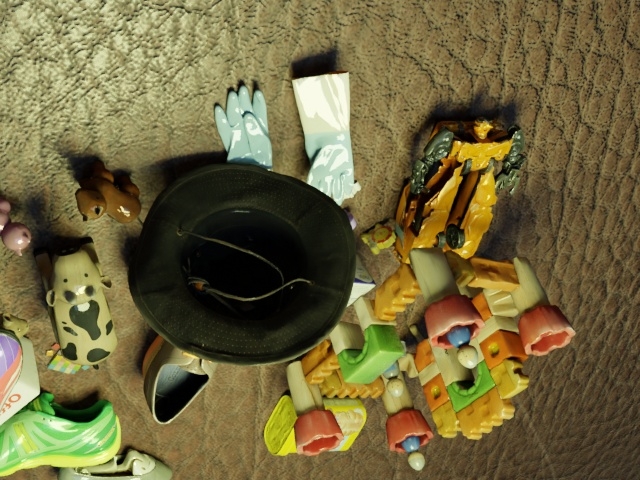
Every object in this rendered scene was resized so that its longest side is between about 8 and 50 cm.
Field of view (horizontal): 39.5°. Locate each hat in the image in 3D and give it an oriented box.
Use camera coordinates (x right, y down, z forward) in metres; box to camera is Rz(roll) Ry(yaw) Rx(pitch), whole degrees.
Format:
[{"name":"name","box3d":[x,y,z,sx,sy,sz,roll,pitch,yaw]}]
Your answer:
[{"name":"hat","box3d":[-0.106,0.054,1.248,0.332,0.331,0.134,-14,148,-18]}]

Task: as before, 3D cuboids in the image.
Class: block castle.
[{"name":"block castle","box3d":[0.175,0.220,1.501,0.303,0.212,0.453,9,139,-37]}]

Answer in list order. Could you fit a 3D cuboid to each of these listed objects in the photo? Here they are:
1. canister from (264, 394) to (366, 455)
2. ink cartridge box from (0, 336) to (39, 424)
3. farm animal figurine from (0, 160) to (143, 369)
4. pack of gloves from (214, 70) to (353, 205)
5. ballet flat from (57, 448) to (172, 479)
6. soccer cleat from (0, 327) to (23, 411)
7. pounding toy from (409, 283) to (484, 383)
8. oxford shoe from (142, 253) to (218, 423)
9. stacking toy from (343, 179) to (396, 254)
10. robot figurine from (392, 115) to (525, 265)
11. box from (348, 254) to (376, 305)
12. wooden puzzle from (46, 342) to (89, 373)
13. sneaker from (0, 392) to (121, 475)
[{"name":"canister","box3d":[-0.008,0.360,1.746,0.170,0.073,0.126,7,124,-34]},{"name":"ink cartridge box","box3d":[-0.571,0.183,1.257,0.201,0.117,0.278,-38,135,8]},{"name":"farm animal figurine","box3d":[-0.367,0.067,1.231,0.330,0.172,0.326,-27,135,-5]},{"name":"pack of gloves","box3d":[-0.052,-0.139,1.321,0.195,0.046,0.232,-8,125,-4]},{"name":"ballet flat","box3d":[-0.360,0.408,1.598,0.213,0.072,0.068,4,118,-31]},{"name":"soccer cleat","box3d":[-0.469,0.242,1.177,0.109,0.116,0.318,13,127,-33]},{"name":"pounding toy","box3d":[0.273,0.192,1.696,0.155,0.154,0.269,-6,129,-24]},{"name":"oxford shoe","box3d":[-0.174,0.140,1.407,0.130,0.132,0.363,20,117,-18]},{"name":"stacking toy","box3d":[0.000,0.000,1.458,0.221,0.052,0.167,-33,135,2]},{"name":"robot figurine","box3d":[0.221,-0.084,1.483,0.211,0.085,0.291,-5,129,-26]},{"name":"box","box3d":[-0.003,0.077,1.424,0.137,0.072,0.126,-37,161,19]},{"name":"wooden puzzle","box3d":[-0.406,0.192,1.434,0.083,0.006,0.049,25,113,-40]},{"name":"sneaker","box3d":[-0.475,0.306,1.445,0.296,0.109,0.123,-2,105,-25]}]
